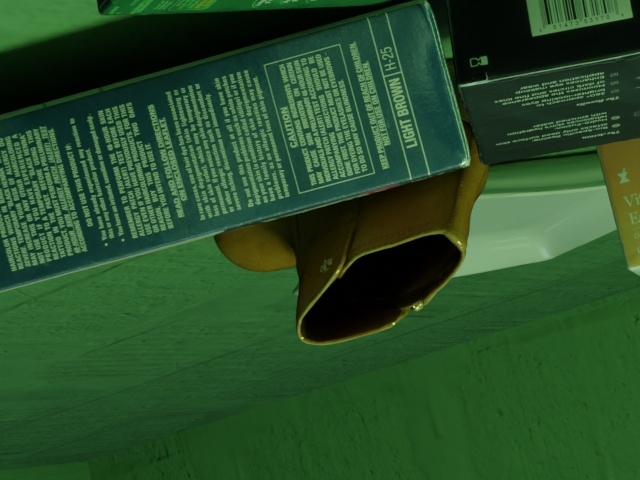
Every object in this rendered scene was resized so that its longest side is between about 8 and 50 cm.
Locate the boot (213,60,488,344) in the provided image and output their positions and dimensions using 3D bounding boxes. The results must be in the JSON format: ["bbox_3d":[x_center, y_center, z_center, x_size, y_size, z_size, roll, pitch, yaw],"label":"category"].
[{"bbox_3d":[0.001,0.000,1.207,0.104,0.211,0.295,41,130,-21],"label":"boot"}]

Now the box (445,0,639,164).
[{"bbox_3d":[0.164,-0.124,1.036,0.156,0.093,0.158,-9,163,8],"label":"box"}]

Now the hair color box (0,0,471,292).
[{"bbox_3d":[-0.086,-0.052,1.032,0.347,0.105,0.174,-14,-177,6],"label":"hair color box"}]

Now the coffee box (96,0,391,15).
[{"bbox_3d":[-0.017,-0.156,0.860,0.184,0.040,0.113,-7,169,-29],"label":"coffee box"}]

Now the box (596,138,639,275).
[{"bbox_3d":[0.262,-0.071,1.155,0.130,0.170,0.091,-17,169,18],"label":"box"}]

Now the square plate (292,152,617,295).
[{"bbox_3d":[0.186,-0.023,1.717,0.347,0.049,0.344,-8,167,-28],"label":"square plate"}]
